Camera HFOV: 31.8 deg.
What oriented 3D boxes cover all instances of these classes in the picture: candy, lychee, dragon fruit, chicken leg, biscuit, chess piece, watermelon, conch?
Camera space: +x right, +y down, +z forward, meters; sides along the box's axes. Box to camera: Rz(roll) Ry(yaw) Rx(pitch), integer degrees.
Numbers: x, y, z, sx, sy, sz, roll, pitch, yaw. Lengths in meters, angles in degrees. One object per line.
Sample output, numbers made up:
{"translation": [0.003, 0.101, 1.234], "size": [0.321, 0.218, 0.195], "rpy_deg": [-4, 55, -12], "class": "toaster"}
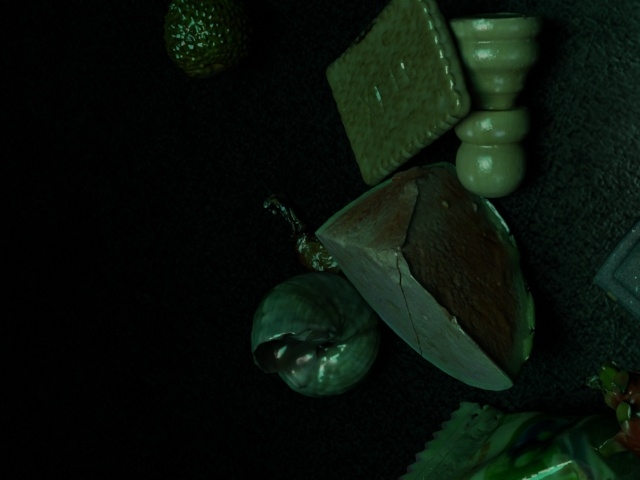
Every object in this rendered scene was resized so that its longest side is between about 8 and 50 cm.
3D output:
{"translation": [0.299, 0.306, 1.518], "size": [0.398, 0.263, 0.172], "rpy_deg": [3, 110, 36], "class": "candy"}
{"translation": [-0.187, -0.358, 1.864], "size": [0.171, 0.171, 0.171], "rpy_deg": [6, 99, 36], "class": "lychee"}
{"translation": [0.399, 0.210, 1.347], "size": [0.236, 0.137, 0.135], "rpy_deg": [18, 129, 47], "class": "dragon fruit"}
{"translation": [0.000, 0.000, 1.836], "size": [0.253, 0.051, 0.106], "rpy_deg": [26, 105, 33], "class": "chicken leg"}
{"translation": [0.111, -0.225, 1.651], "size": [0.325, 0.044, 0.217], "rpy_deg": [-39, 69, 62], "class": "biscuit"}
{"translation": [0.243, -0.190, 1.589], "size": [0.143, 0.143, 0.261], "rpy_deg": [9, 109, 36], "class": "chess piece"}
{"translation": [0.188, 0.031, 1.624], "size": [0.292, 0.222, 0.319], "rpy_deg": [47, 167, -10], "class": "watermelon"}
{"translation": [-0.008, 0.154, 1.769], "size": [0.195, 0.220, 0.277], "rpy_deg": [59, 165, 8], "class": "conch"}

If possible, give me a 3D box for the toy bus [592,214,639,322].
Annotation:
{"translation": [0.489, 0.078, 1.403], "size": [0.275, 0.167, 0.138], "rpy_deg": [46, 121, 24], "class": "toy bus"}
